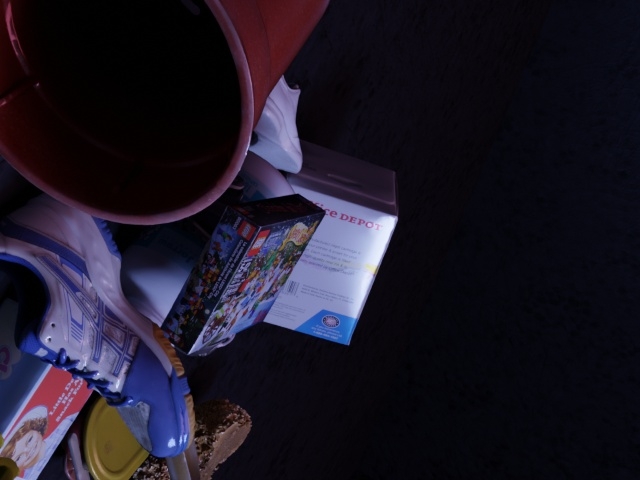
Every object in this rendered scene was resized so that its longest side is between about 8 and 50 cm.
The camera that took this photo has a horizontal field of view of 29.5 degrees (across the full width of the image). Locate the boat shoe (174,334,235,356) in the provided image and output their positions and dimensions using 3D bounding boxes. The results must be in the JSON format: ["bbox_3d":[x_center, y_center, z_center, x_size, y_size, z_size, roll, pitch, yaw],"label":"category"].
[{"bbox_3d":[-0.159,0.104,1.724,0.112,0.096,0.335,-56,164,-18],"label":"boat shoe"}]

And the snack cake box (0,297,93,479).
[{"bbox_3d":[-0.352,0.208,1.305,0.264,0.089,0.152,-58,163,-11],"label":"snack cake box"}]

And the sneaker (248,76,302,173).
[{"bbox_3d":[-0.053,-0.165,1.634,0.212,0.080,0.094,76,34,-67],"label":"sneaker"}]

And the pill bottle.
[{"bbox_3d":[-0.152,0.018,1.495,0.264,0.146,0.146,-54,164,-25],"label":"pill bottle"}]

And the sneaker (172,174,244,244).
[{"bbox_3d":[-0.169,-0.069,1.258,0.086,0.163,0.226,-60,163,4],"label":"sneaker"}]

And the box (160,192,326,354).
[{"bbox_3d":[-0.081,0.031,1.344,0.159,0.044,0.233,-59,168,14],"label":"box"}]

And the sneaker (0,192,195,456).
[{"bbox_3d":[-0.238,0.101,1.207,0.131,0.296,0.112,-32,-175,-38],"label":"sneaker"}]

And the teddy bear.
[{"bbox_3d":[-0.255,0.384,1.951,0.338,0.113,0.245,-58,159,19],"label":"teddy bear"}]

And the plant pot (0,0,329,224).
[{"bbox_3d":[-0.125,-0.197,1.020,0.265,0.272,0.272,-55,165,-49],"label":"plant pot"}]

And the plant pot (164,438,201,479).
[{"bbox_3d":[-0.209,0.267,1.741,0.236,0.032,0.236,169,-90,-87],"label":"plant pot"}]

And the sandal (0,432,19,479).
[{"bbox_3d":[-0.341,0.215,1.070,0.138,0.317,0.126,-15,161,-41],"label":"sandal"}]

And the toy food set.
[{"bbox_3d":[-0.300,0.264,1.628,0.218,0.071,0.128,-47,127,-60],"label":"toy food set"}]

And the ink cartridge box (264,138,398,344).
[{"bbox_3d":[0.000,0.000,1.818,0.168,0.171,0.232,-86,-164,-62],"label":"ink cartridge box"}]
